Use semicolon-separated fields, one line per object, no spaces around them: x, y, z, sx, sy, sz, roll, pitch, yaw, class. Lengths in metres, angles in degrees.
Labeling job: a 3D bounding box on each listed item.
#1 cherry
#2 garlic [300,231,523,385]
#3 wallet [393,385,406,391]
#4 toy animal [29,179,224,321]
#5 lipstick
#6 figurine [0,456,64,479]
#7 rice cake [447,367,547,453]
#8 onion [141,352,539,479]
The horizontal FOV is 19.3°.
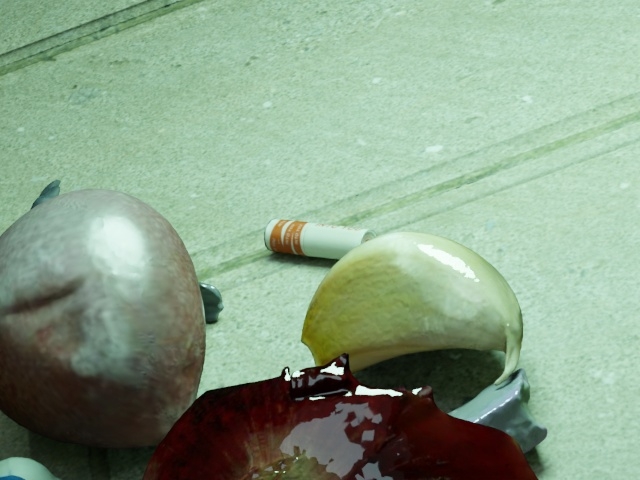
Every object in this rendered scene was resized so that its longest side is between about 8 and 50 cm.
-0.240;0.089;1.939;0.261;0.221;0.307;-44;61;14;cherry
0.100;0.073;1.841;0.245;0.145;0.164;-5;52;39;garlic
-0.017;0.205;1.783;0.232;0.025;0.119;-25;10;3;wallet
-0.291;0.048;2.141;0.206;0.081;0.367;-38;42;-19;toy animal
0.000;0.000;2.085;0.130;0.038;0.038;6;43;34;lipstick
-0.274;0.273;1.740;0.338;0.205;0.283;6;16;17;figurine
0.042;0.245;1.703;0.399;0.064;0.070;-31;14;-12;rice cake
0.009;0.266;1.499;0.341;0.341;0.341;-14;35;10;onion
